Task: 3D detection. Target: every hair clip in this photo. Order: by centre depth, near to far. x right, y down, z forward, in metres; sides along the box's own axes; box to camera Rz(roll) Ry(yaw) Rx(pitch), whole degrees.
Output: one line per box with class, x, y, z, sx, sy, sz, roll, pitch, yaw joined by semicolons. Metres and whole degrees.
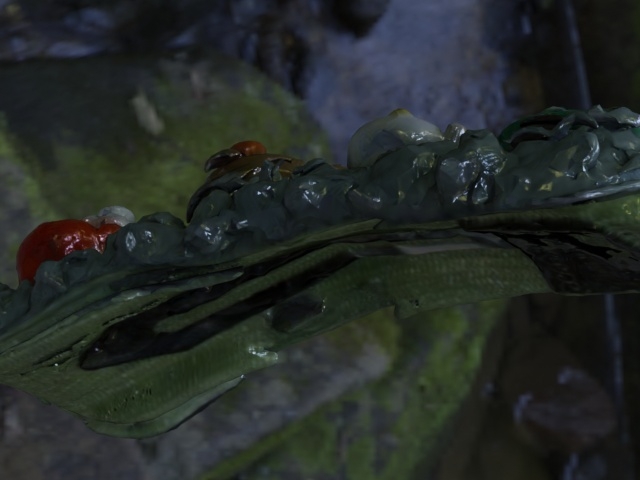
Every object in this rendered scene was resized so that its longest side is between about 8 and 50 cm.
hair clip;0.001;-0.002;0.709;0.138;0.321;0.091;34;48;-52
